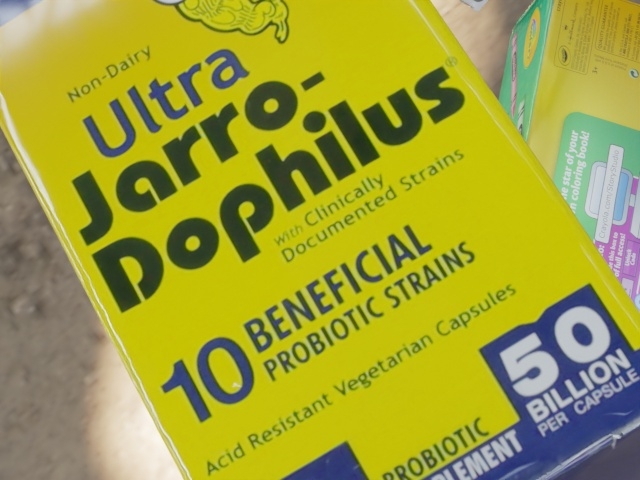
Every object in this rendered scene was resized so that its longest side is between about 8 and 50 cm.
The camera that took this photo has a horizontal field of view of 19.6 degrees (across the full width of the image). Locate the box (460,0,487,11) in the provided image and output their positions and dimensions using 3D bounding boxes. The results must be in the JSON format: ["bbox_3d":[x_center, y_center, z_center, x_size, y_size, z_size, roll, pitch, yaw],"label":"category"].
[{"bbox_3d":[0.025,-0.309,1.366,0.087,0.169,0.290,-47,56,15],"label":"box"}]

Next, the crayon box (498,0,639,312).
[{"bbox_3d":[0.181,-0.004,1.124,0.165,0.278,0.081,17,158,-9],"label":"crayon box"}]

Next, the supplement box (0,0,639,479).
[{"bbox_3d":[0.000,0.000,0.864,0.194,0.195,0.356,-31,66,0],"label":"supplement box"}]
